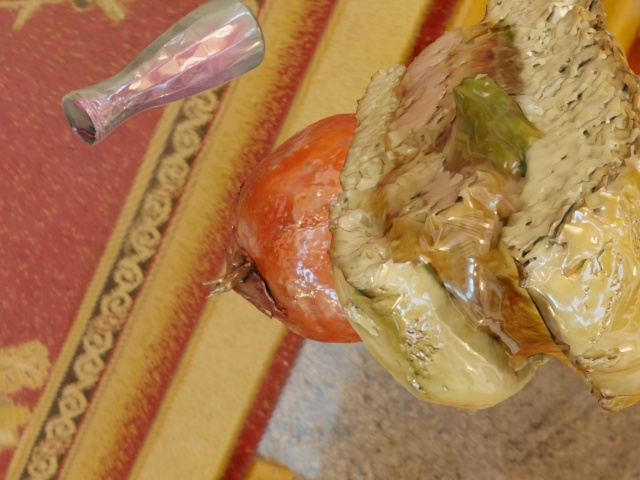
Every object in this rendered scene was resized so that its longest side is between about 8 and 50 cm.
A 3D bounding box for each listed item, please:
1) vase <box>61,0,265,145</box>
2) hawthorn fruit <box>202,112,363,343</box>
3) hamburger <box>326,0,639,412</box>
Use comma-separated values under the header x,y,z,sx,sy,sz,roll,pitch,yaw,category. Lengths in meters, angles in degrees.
x,y,z,sx,sy,sz,roll,pitch,yaw,category
-0.161,-0.171,1.190,0.214,0.086,0.086,-35,114,-28,vase
0.000,0.000,1.377,0.307,0.276,0.276,-17,109,-16,hawthorn fruit
0.084,-0.016,0.460,0.124,0.262,0.131,-30,107,19,hamburger
